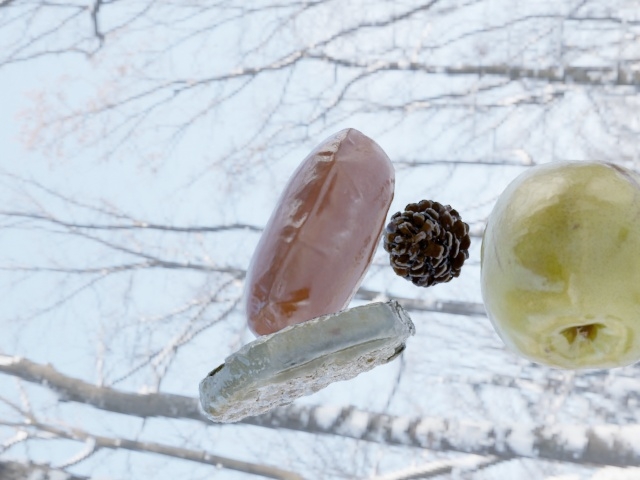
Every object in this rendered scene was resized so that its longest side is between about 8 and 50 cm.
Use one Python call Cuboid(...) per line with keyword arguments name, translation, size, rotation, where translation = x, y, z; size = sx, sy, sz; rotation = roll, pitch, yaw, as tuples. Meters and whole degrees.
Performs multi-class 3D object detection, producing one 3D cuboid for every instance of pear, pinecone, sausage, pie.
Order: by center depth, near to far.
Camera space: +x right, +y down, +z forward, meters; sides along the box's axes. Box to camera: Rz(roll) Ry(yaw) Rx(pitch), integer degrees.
Cuboid(name="pie", translation=(-0.013, 0.105, 0.935), size=(0.195, 0.195, 0.046), rotation=(8, -124, -61))
Cuboid(name="sausage", translation=(0.000, 0.000, 1.180), size=(0.258, 0.133, 0.133), rotation=(-64, -34, -14))
Cuboid(name="pear", translation=(0.373, 0.032, 1.563), size=(0.314, 0.314, 0.315), rotation=(-16, -72, -59))
Cuboid(name="pinecone", translation=(0.184, 0.005, 1.955), size=(0.173, 0.173, 0.174), rotation=(-16, -72, -59))
